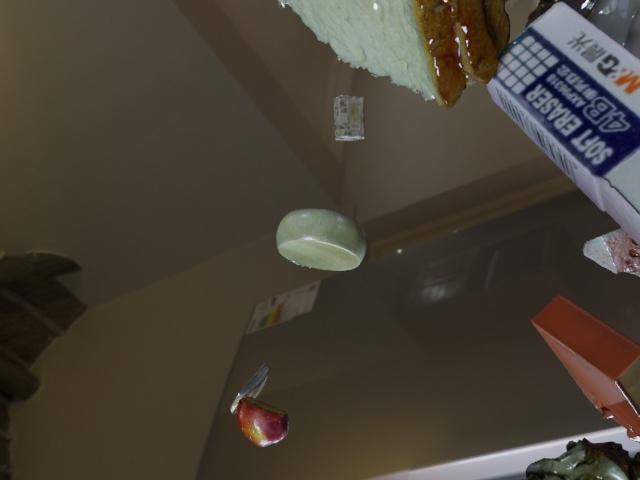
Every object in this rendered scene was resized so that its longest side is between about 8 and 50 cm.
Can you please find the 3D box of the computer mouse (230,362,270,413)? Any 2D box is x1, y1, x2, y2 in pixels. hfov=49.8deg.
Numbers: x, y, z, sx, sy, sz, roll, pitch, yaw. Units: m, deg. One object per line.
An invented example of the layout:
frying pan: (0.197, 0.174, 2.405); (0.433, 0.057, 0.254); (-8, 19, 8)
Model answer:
computer mouse: (-0.202, 0.443, 2.056); (0.045, 0.102, 0.199); (33, -149, 7)

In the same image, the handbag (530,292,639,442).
handbag: (0.322, 0.153, 0.755); (0.190, 0.063, 0.127); (46, 178, -34)

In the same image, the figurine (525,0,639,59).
figurine: (0.372, -0.403, 0.990); (0.380, 0.203, 0.248); (66, 166, -2)

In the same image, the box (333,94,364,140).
box: (0.063, -0.267, 1.505); (0.062, 0.045, 0.098); (0, -91, -23)

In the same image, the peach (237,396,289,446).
peach: (-0.092, 0.272, 1.048); (0.083, 0.077, 0.050); (63, -162, 14)

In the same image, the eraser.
eraser: (0.304, -0.129, 0.739); (0.086, 0.130, 0.287); (43, -166, -51)

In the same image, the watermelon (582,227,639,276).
watermelon: (0.614, 0.008, 1.270); (0.094, 0.241, 0.154); (71, -167, -79)

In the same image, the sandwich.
sandwich: (0.049, -0.320, 0.777); (0.325, 0.131, 0.262); (34, 167, 35)

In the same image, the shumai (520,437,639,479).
shumai: (0.382, 0.379, 0.978); (0.189, 0.256, 0.218); (-13, -55, -76)

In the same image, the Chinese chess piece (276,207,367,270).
Chinese chess piece: (0.000, 0.000, 1.731); (0.238, 0.238, 0.092); (35, -123, -50)
